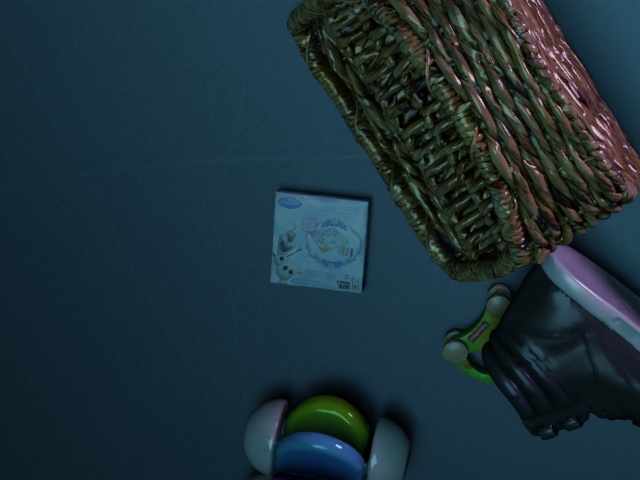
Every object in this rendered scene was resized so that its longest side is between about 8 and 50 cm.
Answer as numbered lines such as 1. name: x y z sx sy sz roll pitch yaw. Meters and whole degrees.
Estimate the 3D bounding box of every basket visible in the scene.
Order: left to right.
1. basket: 0.113 -0.112 1.661 0.223 0.213 0.299 -30 96 16

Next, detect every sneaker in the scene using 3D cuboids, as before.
1. sneaker: 0.274 0.142 1.749 0.296 0.104 0.147 39 112 -7

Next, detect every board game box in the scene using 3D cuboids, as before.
1. board game box: 0.000 0.000 1.813 0.090 0.020 0.090 7 106 10

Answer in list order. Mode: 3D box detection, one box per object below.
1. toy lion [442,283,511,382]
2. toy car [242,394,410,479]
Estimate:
1. toy lion: 0.179 0.096 1.799 0.096 0.034 0.100 40 108 -9
2. toy car: -0.005 0.241 1.814 0.159 0.136 0.182 11 106 9
